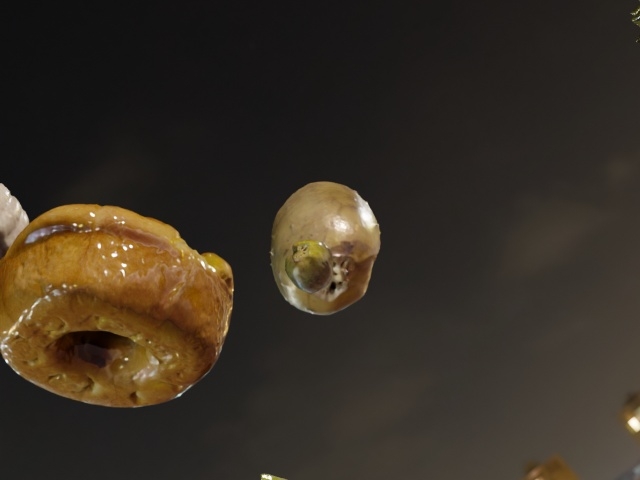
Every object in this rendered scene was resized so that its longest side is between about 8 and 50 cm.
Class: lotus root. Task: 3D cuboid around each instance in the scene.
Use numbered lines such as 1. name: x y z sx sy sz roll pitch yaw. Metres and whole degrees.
1. lotus root: -0.010 0.031 1.702 0.099 0.049 0.054 70 -137 -69
2. lotus root: 0.000 0.000 2.156 0.342 0.151 0.169 -107 35 -75

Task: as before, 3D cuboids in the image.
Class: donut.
1. donut: -0.195 0.065 1.404 0.227 0.113 0.226 3 -36 2

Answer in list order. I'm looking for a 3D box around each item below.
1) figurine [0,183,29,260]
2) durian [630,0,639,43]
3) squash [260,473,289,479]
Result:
1. figurine: -0.431 0.052 1.744 0.205 0.332 0.185 -10 -49 -10
2. durian: 0.295 -0.159 1.216 0.119 0.186 0.108 -2 37 41
3. squash: 0.040 0.367 1.801 0.155 0.204 0.237 -35 20 15
